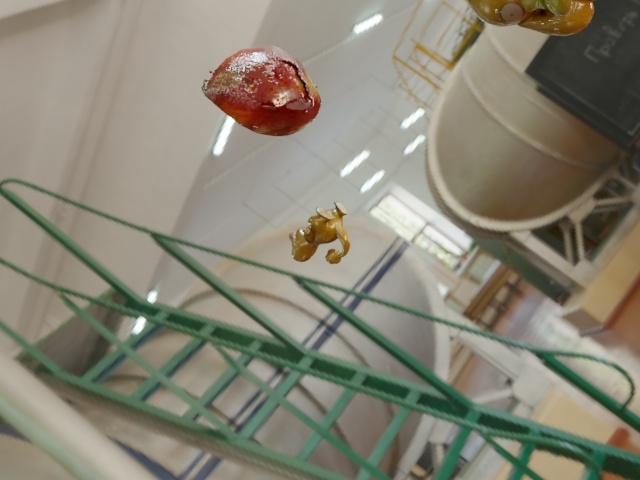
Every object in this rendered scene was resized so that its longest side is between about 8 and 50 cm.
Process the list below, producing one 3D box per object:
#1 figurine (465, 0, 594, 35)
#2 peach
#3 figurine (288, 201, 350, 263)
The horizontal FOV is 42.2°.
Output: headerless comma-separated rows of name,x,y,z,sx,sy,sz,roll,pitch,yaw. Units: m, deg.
figurine,0.302,-0.365,1.061,0.228,0.215,0.215,-34,-12,-11
peach,-0.104,-0.309,1.674,0.279,0.189,0.068,-9,-5,-37
figurine,0.001,0.004,1.850,0.121,0.122,0.176,-25,-9,-46
